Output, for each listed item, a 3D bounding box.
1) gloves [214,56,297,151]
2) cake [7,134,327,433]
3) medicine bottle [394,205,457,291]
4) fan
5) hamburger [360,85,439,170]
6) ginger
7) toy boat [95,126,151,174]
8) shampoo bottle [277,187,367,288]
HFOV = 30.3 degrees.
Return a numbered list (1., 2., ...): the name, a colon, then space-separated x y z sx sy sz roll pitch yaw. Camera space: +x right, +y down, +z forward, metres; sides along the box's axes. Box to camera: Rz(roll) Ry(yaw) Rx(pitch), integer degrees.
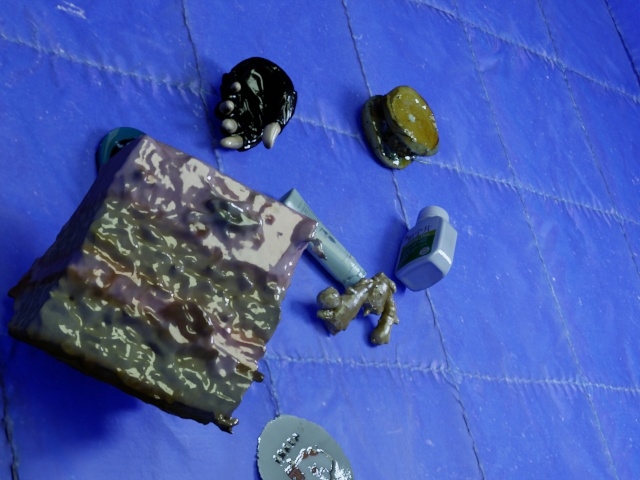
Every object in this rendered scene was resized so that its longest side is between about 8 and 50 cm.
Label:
1. gloves: -0.130 -0.236 2.130 0.164 0.124 0.203 33 61 12
2. cake: -0.222 0.058 1.601 0.314 0.293 0.306 30 74 -21
3. medicine bottle: 0.213 0.011 2.345 0.069 0.119 0.183 43 37 -19
4. fan: 0.024 0.413 1.875 0.329 0.009 0.191 45 37 0
5. hamburger: 0.169 -0.229 2.493 0.185 0.113 0.177 55 29 -17
6. ginger: 0.071 0.116 2.141 0.193 0.052 0.176 58 48 -33
7. toy boat: -0.269 -0.060 1.852 0.134 0.092 0.299 14 54 -40
8. shampoo bottle: 0.000 0.000 2.160 0.212 0.049 0.072 47 32 -16
